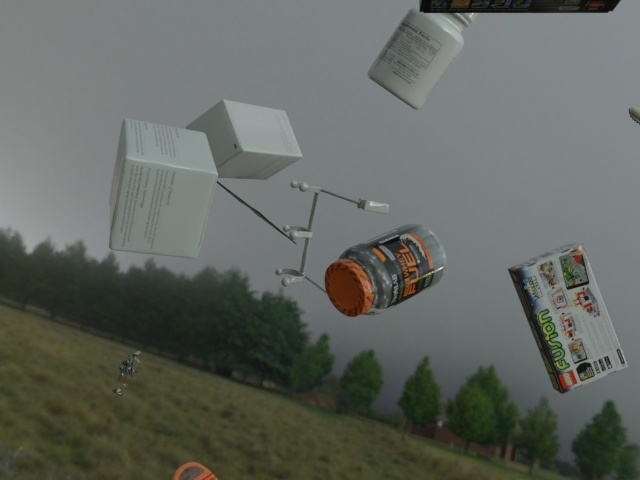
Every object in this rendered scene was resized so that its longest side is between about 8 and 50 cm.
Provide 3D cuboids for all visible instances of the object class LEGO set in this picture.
[{"bbox_3d":[-0.346,0.231,1.189,0.054,0.083,0.023,-18,-42,40],"label":"LEGO set"}]

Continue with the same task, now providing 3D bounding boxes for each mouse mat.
[{"bbox_3d":[-0.140,-0.063,1.414,0.190,0.007,0.152,35,-3,28],"label":"mouse mat"}]

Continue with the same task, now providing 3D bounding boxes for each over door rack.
[{"bbox_3d":[0.000,0.000,1.492,0.108,0.239,0.324,5,9,-33],"label":"over door rack"}]

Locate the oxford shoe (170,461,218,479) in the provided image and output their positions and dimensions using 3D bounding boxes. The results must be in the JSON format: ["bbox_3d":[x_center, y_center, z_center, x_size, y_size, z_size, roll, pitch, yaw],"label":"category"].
[{"bbox_3d":[-0.195,0.566,1.166,0.133,0.363,0.130,-24,-5,36],"label":"oxford shoe"}]

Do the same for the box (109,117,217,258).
[{"bbox_3d":[-0.159,-0.052,0.668,0.087,0.101,0.101,7,28,-21],"label":"box"}]

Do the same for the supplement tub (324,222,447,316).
[{"bbox_3d":[0.106,0.050,1.098,0.191,0.116,0.117,-22,16,-38],"label":"supplement tub"}]

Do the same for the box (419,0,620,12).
[{"bbox_3d":[0.268,-0.364,0.841,0.270,0.060,0.216,0,-10,1],"label":"box"}]

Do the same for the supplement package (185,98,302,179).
[{"bbox_3d":[-0.137,-0.181,1.243,0.105,0.105,0.179,-27,-12,31],"label":"supplement package"}]

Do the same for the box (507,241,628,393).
[{"bbox_3d":[0.380,0.118,1.038,0.114,0.206,0.036,-22,4,-2],"label":"box"}]

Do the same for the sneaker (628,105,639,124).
[{"bbox_3d":[0.789,-0.282,1.533,0.161,0.075,0.057,31,32,15],"label":"sneaker"}]

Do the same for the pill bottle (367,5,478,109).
[{"bbox_3d":[0.206,-0.387,1.332,0.131,0.229,0.131,33,14,-9],"label":"pill bottle"}]
